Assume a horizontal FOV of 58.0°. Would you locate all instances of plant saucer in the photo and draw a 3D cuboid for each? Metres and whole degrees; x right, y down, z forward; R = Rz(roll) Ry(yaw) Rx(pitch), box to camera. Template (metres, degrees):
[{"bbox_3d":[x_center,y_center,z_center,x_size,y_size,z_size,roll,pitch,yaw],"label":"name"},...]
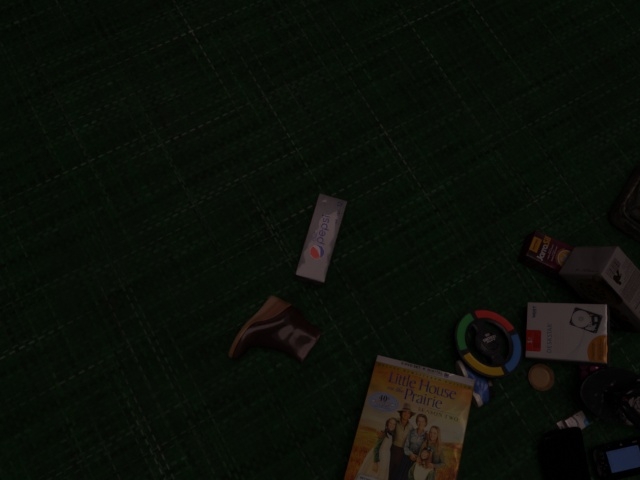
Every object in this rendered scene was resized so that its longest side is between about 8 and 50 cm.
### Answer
[{"bbox_3d":[0.702,0.436,1.841,0.083,0.015,0.084,1,74,-3],"label":"plant saucer"}]

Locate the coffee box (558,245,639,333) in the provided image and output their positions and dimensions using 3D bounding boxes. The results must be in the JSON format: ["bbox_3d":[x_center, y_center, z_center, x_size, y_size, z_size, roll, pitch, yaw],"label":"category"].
[{"bbox_3d":[0.920,0.155,1.807,0.297,0.168,0.119,43,74,-16],"label":"coffee box"}]

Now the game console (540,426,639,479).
[{"bbox_3d":[0.849,0.666,1.760,0.361,0.044,0.213,-8,85,-10],"label":"game console"}]

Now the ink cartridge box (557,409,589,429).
[{"bbox_3d":[0.789,0.572,1.803,0.083,0.028,0.048,-27,78,-10],"label":"ink cartridge box"}]

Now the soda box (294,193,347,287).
[{"bbox_3d":[0.000,0.000,1.874,0.098,0.091,0.286,16,74,-1],"label":"soda box"}]

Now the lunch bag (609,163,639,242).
[{"bbox_3d":[1.151,-0.149,1.912,0.212,0.256,0.305,36,76,6],"label":"lunch bag"}]

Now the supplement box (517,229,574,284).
[{"bbox_3d":[0.769,0.057,1.918,0.188,0.081,0.104,26,74,4],"label":"supplement box"}]

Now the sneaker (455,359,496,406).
[{"bbox_3d":[0.489,0.434,1.806,0.084,0.058,0.152,-23,74,-13],"label":"sneaker"}]

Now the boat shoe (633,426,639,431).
[{"bbox_3d":[0.993,0.535,1.796,0.258,0.089,0.109,32,75,5],"label":"boat shoe"}]

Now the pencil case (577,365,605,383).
[{"bbox_3d":[0.848,0.402,1.825,0.095,0.098,0.209,17,67,-46],"label":"pencil case"}]

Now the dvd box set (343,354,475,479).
[{"bbox_3d":[0.260,0.571,1.675,0.307,0.062,0.421,12,63,15],"label":"dvd box set"}]

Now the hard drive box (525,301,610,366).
[{"bbox_3d":[0.767,0.291,1.792,0.232,0.089,0.181,-3,71,32],"label":"hard drive box"}]

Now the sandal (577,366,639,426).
[{"bbox_3d":[0.993,0.494,1.707,0.445,0.107,0.168,19,78,3],"label":"sandal"}]

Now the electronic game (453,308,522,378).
[{"bbox_3d":[0.528,0.323,1.820,0.229,0.048,0.229,5,60,-9],"label":"electronic game"}]

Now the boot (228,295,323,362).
[{"bbox_3d":[-0.138,0.312,1.778,0.207,0.090,0.248,37,72,9],"label":"boot"}]
